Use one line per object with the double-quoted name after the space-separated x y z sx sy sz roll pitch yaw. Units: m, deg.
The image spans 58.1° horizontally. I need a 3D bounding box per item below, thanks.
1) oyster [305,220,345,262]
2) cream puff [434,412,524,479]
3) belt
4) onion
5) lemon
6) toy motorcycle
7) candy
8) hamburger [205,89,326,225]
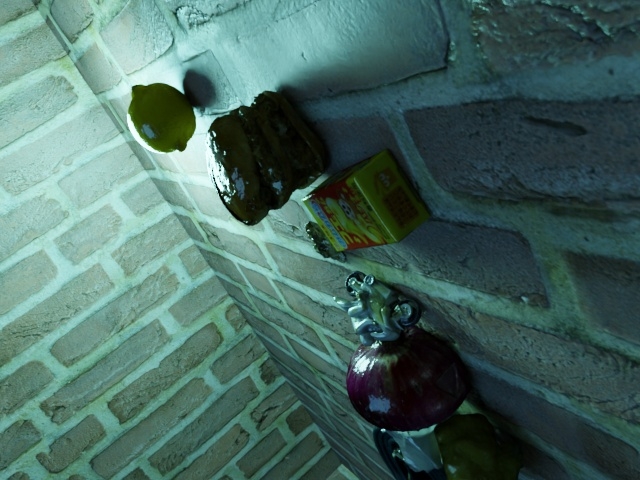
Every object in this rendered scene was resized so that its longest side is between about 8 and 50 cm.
0.000 -0.003 1.418 0.108 0.053 0.165 47 170 46 "oyster"
0.369 0.515 1.288 0.282 0.185 0.281 -18 -90 -86 "cream puff"
0.314 0.603 1.586 0.300 0.173 0.436 18 145 44 "belt"
0.186 0.328 1.318 0.272 0.230 0.256 57 160 5 "onion"
-0.447 -0.345 1.621 0.244 0.187 0.187 49 160 14 "lemon"
0.120 0.162 1.308 0.229 0.151 0.074 27 -178 41 "toy motorcycle"
0.075 -0.064 1.087 0.146 0.088 0.276 54 161 -10 "candy"
-0.117 -0.169 1.172 0.260 0.211 0.245 40 152 43 "hamburger"
